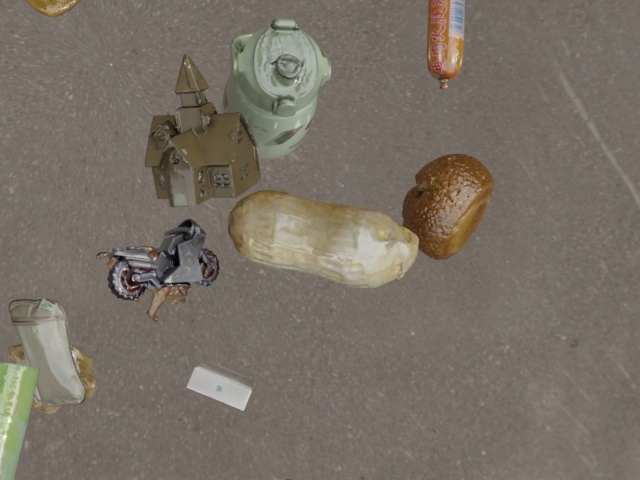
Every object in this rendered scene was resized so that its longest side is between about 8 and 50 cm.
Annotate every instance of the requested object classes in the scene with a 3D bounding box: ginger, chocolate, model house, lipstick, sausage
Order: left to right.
[{"bbox_3d":[-0.427,0.309,0.760,0.076,0.076,0.305,15,66,-22],"label":"lipstick"},{"bbox_3d":[-0.784,0.382,1.760,0.275,0.130,0.221,34,79,-17],"label":"ginger"},{"bbox_3d":[-0.228,-0.199,1.064,0.180,0.176,0.248,0,111,17],"label":"model house"},{"bbox_3d":[0.000,0.000,0.964,0.308,0.134,0.134,9,104,7],"label":"chocolate"},{"bbox_3d":[0.101,-0.176,0.486,0.031,0.031,0.107,3,90,-20],"label":"sausage"}]

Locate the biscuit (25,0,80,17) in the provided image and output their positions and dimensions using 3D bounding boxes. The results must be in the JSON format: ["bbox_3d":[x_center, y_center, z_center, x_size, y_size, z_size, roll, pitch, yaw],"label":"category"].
[{"bbox_3d":[-0.675,-0.672,1.514,0.202,0.041,0.260,1,69,-22],"label":"biscuit"}]

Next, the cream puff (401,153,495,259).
[{"bbox_3d":[0.346,-0.104,1.688,0.303,0.212,0.303,-40,152,-27],"label":"cream puff"}]

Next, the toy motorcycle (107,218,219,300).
[{"bbox_3d":[-0.256,0.028,1.009,0.215,0.080,0.123,-9,89,-50],"label":"toy motorcycle"}]

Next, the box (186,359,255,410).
[{"bbox_3d":[-0.212,0.312,1.313,0.129,0.130,0.051,22,84,0],"label":"box"}]

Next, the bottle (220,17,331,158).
[{"bbox_3d":[-0.099,-0.326,1.256,0.228,0.351,0.229,2,78,-11],"label":"bottle"}]

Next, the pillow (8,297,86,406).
[{"bbox_3d":[-0.524,0.218,1.160,0.130,0.038,0.233,-5,106,14],"label":"pillow"}]

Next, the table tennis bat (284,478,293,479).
[{"bbox_3d":[-0.130,0.295,0.512,0.274,0.021,0.154,-29,82,-19],"label":"table tennis bat"}]

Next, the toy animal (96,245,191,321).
[{"bbox_3d":[-0.438,0.097,1.587,0.157,0.097,0.313,-45,147,-21],"label":"toy animal"}]
